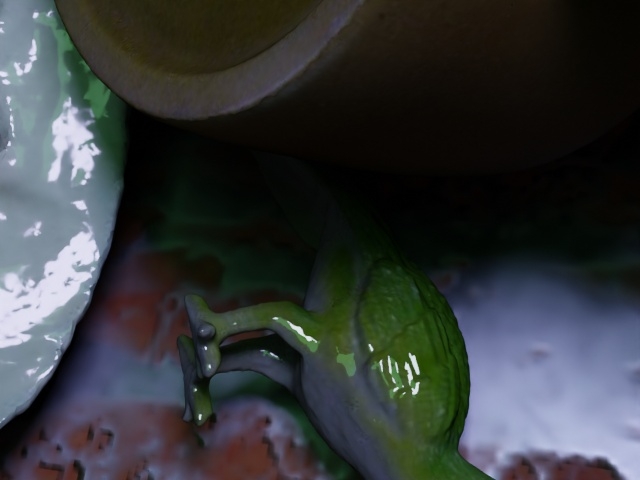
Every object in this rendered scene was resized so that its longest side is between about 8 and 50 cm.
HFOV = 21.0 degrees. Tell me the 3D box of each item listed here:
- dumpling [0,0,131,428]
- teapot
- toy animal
[{"bbox_3d":[-0.138,-0.027,0.455,0.152,0.108,0.219,-13,75,21],"label":"dumpling"},{"bbox_3d":[0.051,-0.102,0.428,0.267,0.175,0.186,41,119,46],"label":"teapot"},{"bbox_3d":[-0.014,0.006,0.461,0.075,0.041,0.217,-19,62,-26],"label":"toy animal"}]
